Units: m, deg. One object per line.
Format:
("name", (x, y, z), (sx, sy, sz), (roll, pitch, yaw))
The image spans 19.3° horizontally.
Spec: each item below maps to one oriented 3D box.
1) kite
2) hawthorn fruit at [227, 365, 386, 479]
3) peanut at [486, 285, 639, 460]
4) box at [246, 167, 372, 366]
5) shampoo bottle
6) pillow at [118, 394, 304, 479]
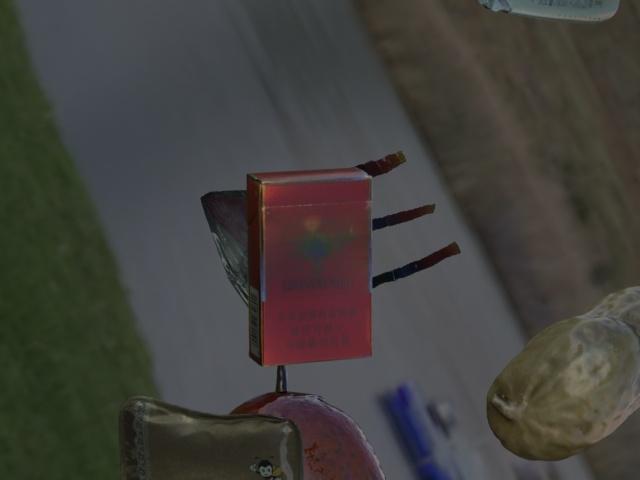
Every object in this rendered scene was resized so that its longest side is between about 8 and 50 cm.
("kite", (-0.002, 0.002, 2.005), (0.022, 0.360, 0.204), (-32, 94, -39))
("hawthorn fruit", (-0.040, 0.331, 2.566), (0.285, 0.284, 0.369), (51, 28, -62))
("peanut", (0.325, 0.148, 2.194), (0.159, 0.291, 0.143), (-28, -90, 57))
("box", (-0.011, 0.024, 1.730), (0.048, 0.112, 0.175), (-151, -120, -68))
("shampoo bottle", (0.280, -0.307, 2.326), (0.212, 0.049, 0.072), (2, 85, -36))
("pillow", (-0.117, 0.235, 1.994), (0.033, 0.217, 0.130), (-30, 122, -64))
